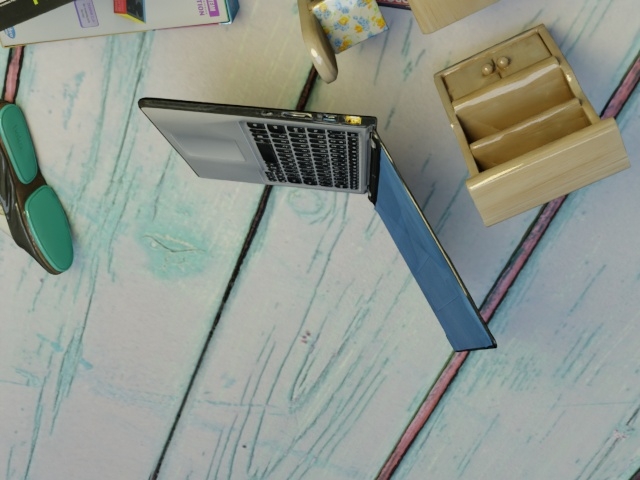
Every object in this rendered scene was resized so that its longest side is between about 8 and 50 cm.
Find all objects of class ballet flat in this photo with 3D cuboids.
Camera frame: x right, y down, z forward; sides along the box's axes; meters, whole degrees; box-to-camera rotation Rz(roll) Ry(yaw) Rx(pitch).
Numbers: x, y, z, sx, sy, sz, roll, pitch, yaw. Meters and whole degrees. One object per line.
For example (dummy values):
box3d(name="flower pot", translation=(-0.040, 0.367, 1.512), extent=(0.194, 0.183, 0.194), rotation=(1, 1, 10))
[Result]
box3d(name="ballet flat", translation=(-0.454, -0.076, 1.339), extent=(0.096, 0.095, 0.280), rotation=(-4, 114, 21))

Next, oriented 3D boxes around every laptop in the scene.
box3d(name="laptop", translation=(0.000, 0.000, 1.125), extent=(0.408, 0.382, 0.236), rotation=(6, 82, 3))

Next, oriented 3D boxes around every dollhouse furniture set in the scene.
box3d(name="dollhouse furniture set", translation=(0.165, -0.254, 0.977), extent=(0.362, 0.256, 0.394), rotation=(-24, 127, 12))

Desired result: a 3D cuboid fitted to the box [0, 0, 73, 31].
box3d(name="box", translation=(-0.264, -0.305, 0.933), extent=(0.270, 0.216, 0.060), rotation=(-28, 124, -15))

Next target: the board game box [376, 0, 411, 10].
box3d(name="board game box", translation=(0.061, -0.347, 1.106), extent=(0.194, 0.060, 0.194), rotation=(8, 128, -4))

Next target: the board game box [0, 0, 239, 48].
box3d(name="board game box", translation=(-0.280, -0.378, 1.122), extent=(0.317, 0.064, 0.242), rotation=(-3, 124, 8))
